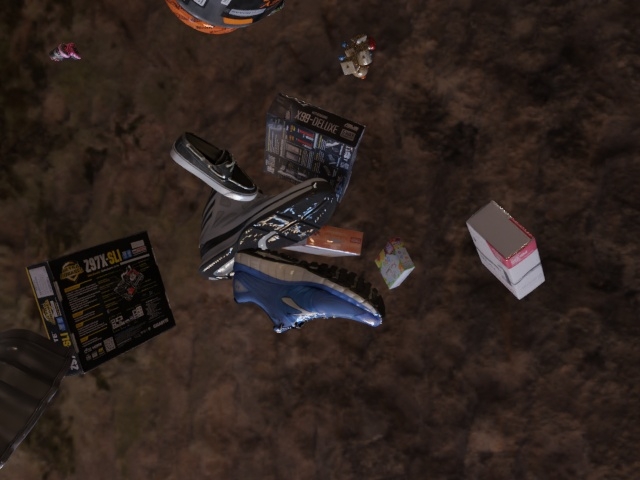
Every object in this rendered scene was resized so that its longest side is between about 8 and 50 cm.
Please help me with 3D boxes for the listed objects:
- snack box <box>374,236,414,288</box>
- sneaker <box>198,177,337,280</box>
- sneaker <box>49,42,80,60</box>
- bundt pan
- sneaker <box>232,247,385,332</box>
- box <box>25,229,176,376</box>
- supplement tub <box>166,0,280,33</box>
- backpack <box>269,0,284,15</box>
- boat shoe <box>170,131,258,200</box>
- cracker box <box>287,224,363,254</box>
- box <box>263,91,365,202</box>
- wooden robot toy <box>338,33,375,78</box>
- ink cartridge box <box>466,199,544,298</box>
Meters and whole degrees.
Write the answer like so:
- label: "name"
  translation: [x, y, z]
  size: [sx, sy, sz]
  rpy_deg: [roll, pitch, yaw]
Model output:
- label: "snack box"
  translation: [0.210, 0.066, 1.961]
  size: [0.100, 0.037, 0.141]
  rpy_deg: [63, -23, 18]
- label: "sneaker"
  translation: [-0.162, -0.100, 1.728]
  size: [0.447, 0.169, 0.258]
  rpy_deg: [-30, -122, 32]
- label: "sneaker"
  translation: [-0.711, -0.517, 1.910]
  size: [0.047, 0.057, 0.119]
  rpy_deg: [64, 11, -6]
- label: "bundt pan"
  translation: [-0.557, 0.279, 1.124]
  size: [0.331, 0.124, 0.331]
  rpy_deg: [-42, -160, 19]
- label: "sneaker"
  translation: [-0.028, 0.121, 1.407]
  size: [0.130, 0.329, 0.147]
  rpy_deg: [-24, 128, -72]
- label: "box"
  translation: [-0.494, 0.136, 1.600]
  size: [0.079, 0.322, 0.257]
  rpy_deg: [-14, -84, 29]
- label: "supplement tub"
  translation: [-0.110, -0.440, 0.982]
  size: [0.338, 0.207, 0.207]
  rpy_deg: [-18, -109, 62]
- label: "backpack"
  translation: [-0.156, -0.668, 1.866]
  size: [0.105, 0.084, 0.114]
  rpy_deg: [-21, -108, 20]
- label: "boat shoe"
  translation: [-0.223, -0.162, 1.524]
  size: [0.070, 0.219, 0.078]
  rpy_deg: [-41, -149, 37]
- label: "cracker box"
  translation: [0.000, 0.000, 1.894]
  size: [0.232, 0.155, 0.067]
  rpy_deg: [175, -75, -70]
- label: "box"
  translation: [-0.026, -0.240, 1.848]
  size: [0.307, 0.242, 0.077]
  rpy_deg: [103, 11, -66]
- label: "wooden robot toy"
  translation: [0.089, -0.385, 1.484]
  size: [0.173, 0.076, 0.079]
  rpy_deg: [-79, 151, -56]
- label: "ink cartridge box"
  translation: [0.461, 0.026, 1.710]
  size: [0.092, 0.218, 0.158]
  rpy_deg: [-39, -128, 0]
